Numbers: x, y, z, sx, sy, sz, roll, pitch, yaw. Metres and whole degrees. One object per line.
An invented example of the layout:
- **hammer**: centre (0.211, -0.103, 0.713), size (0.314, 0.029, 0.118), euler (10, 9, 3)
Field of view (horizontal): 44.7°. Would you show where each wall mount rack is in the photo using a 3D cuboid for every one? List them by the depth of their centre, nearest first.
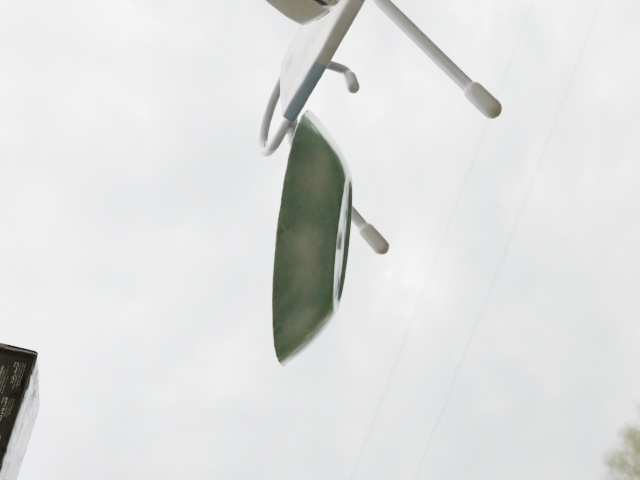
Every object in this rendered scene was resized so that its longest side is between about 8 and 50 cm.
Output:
- **wall mount rack**: centre (0.050, -0.175, 0.820), size (0.131, 0.304, 0.350), euler (15, -44, -20)

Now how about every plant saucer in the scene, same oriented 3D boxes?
- **plant saucer**: centre (0.000, 0.000, 0.591), size (0.195, 0.038, 0.194), euler (7, -90, -83)

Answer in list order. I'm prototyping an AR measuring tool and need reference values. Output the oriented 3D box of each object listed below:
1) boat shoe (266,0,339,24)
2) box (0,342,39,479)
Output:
- **boat shoe**: centre (-0.062, -0.238, 0.471), size (0.258, 0.084, 0.095), euler (27, -138, -42)
- **box**: centre (-0.419, 0.311, 0.928), size (0.079, 0.257, 0.321), euler (15, -119, -10)
